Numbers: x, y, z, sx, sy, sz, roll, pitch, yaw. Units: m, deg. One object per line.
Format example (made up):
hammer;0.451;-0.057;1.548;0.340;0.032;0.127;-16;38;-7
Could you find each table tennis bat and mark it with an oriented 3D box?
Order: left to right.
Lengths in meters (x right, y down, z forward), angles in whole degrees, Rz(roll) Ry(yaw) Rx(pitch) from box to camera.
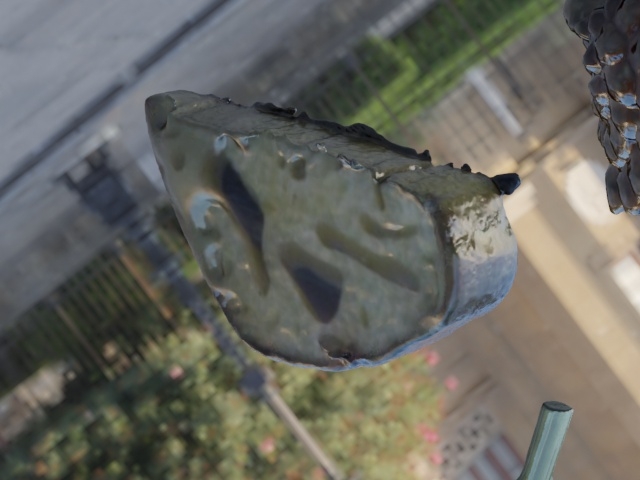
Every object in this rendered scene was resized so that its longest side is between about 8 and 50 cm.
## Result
table tennis bat;0.120;0.165;0.975;0.013;0.087;0.156;-124;-136;-60

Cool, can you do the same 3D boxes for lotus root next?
lotus root;0.000;0.000;1.059;0.261;0.170;0.074;12;-157;33

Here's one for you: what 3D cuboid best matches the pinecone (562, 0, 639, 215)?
pinecone;0.170;-0.065;0.578;0.173;0.173;0.173;-37;-178;2
